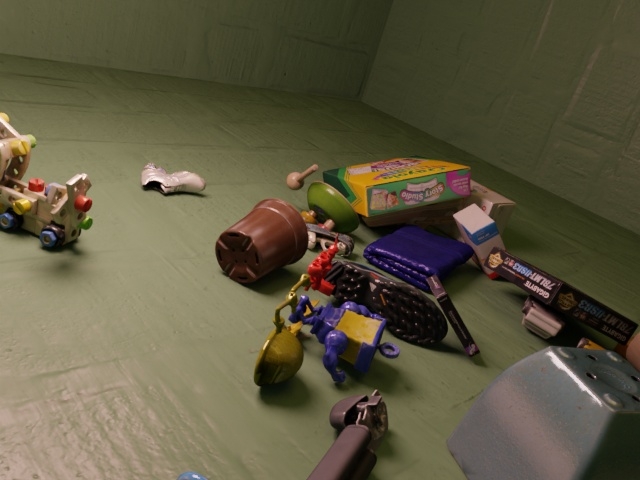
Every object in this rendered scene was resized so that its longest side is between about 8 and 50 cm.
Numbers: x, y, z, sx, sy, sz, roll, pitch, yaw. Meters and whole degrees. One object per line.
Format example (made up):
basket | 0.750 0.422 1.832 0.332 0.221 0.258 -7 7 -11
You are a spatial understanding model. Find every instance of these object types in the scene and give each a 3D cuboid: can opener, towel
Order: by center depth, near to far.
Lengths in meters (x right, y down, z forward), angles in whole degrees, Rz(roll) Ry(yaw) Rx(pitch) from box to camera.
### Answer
can opener | 0.031 0.314 0.881 0.095 0.076 0.283 -8 11 28
towel | 0.278 0.044 1.662 0.228 0.076 0.308 21 22 26

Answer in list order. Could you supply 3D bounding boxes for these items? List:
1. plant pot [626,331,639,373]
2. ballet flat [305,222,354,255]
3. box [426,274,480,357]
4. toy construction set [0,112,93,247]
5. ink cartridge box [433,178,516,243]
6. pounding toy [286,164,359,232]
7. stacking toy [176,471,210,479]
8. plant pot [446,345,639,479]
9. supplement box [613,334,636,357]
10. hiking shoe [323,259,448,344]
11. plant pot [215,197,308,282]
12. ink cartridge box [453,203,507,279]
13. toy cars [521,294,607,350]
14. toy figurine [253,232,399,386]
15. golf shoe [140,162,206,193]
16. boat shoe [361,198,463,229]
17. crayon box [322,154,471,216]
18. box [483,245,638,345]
plant pot | 0.872 0.312 1.299 0.257 0.256 0.274 8 40 -23
ballet flat | 0.000 0.000 1.563 0.188 0.070 0.070 12 23 -7
box | 0.289 0.163 1.296 0.162 0.029 0.116 57 8 -16
toy construction set | -0.567 -0.107 1.182 0.328 0.215 0.151 28 25 22
ink cartridge box | 0.503 -0.101 2.019 0.168 0.171 0.233 -7 33 -45
pounding toy | -0.009 -0.085 1.668 0.237 0.110 0.183 48 -18 -16
stacking toy | -0.168 0.371 0.511 0.166 0.175 0.302 32 40 19
plant pot | 0.392 0.304 0.906 0.248 0.252 0.247 8 24 -23
supplement box | 0.825 0.284 1.551 0.098 0.036 0.062 -2 31 -41
hiking shoe | 0.152 0.122 1.329 0.304 0.113 0.132 30 13 10
plant pot | -0.138 0.009 1.329 0.167 0.167 0.165 26 32 19
ink cartridge box | 0.491 0.020 1.763 0.078 0.231 0.134 -30 29 2
toy cars | 0.578 0.246 1.401 0.176 0.087 0.393 22 16 -24
toy figurine | 0.049 0.159 1.085 0.217 0.191 0.362 26 25 7
golf shoe | -0.406 -0.150 1.625 0.176 0.069 0.086 10 44 -12
boat shoe | 0.299 -0.072 1.870 0.341 0.110 0.121 -10 17 -11
crayon box | 0.235 -0.182 1.877 0.363 0.106 0.313 -12 18 -20
box | 0.624 0.138 1.559 0.296 0.073 0.293 25 8 -23
